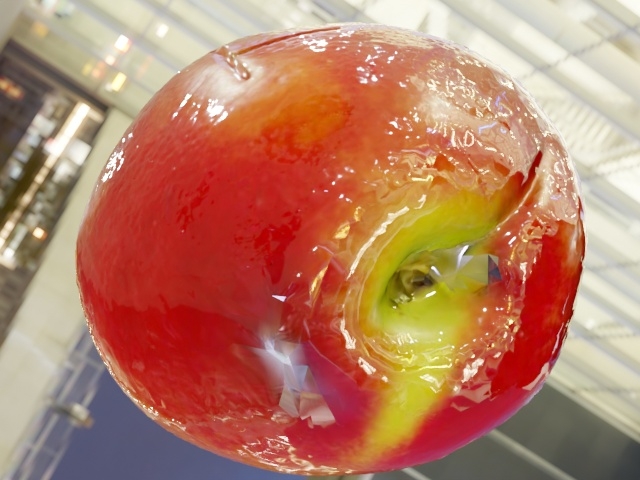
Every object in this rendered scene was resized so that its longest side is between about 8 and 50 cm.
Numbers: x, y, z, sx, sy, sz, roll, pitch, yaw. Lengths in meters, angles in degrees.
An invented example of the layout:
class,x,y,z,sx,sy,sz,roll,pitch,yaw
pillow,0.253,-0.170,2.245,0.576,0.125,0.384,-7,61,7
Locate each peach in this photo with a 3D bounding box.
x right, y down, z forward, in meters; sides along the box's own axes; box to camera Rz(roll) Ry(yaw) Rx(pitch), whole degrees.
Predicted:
class,x,y,z,sx,sy,sz,roll,pitch,yaw
peach,0.000,0.000,0.625,0.226,0.190,0.196,20,-93,64
